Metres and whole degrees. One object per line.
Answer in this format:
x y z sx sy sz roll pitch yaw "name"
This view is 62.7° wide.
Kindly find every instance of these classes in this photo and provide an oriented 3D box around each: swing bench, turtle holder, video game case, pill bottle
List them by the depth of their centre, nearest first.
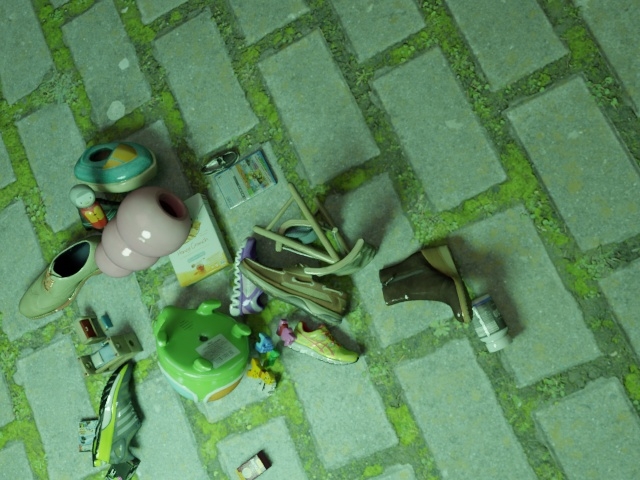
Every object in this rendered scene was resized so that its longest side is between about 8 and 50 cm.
0.433 0.213 1.355 0.078 0.078 0.137 -28 79 10 "pill bottle"
0.000 0.000 1.393 0.255 0.253 0.165 40 95 15 "swing bench"
-0.355 0.317 1.459 0.320 0.243 0.227 14 127 5 "turtle holder"
-0.228 -0.182 1.589 0.166 0.015 0.119 -28 78 10 "video game case"

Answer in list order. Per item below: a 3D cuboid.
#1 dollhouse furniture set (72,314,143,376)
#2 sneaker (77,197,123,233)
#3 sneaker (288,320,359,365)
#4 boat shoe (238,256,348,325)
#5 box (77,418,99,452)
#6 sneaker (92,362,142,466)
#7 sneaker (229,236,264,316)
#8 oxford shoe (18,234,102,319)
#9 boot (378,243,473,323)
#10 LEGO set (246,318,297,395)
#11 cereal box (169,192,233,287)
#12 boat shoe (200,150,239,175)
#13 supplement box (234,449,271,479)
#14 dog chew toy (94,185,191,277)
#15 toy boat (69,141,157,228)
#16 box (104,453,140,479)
-0.663 0.294 1.595 0.129 0.129 0.183 -33 78 9 "dollhouse furniture set"
-0.641 -0.074 1.655 0.267 0.101 0.106 5 104 17 "sneaker"
0.011 0.282 1.454 0.209 0.081 0.094 16 87 15 "sneaker"
-0.070 0.120 1.450 0.324 0.123 0.116 29 78 -11 "boat shoe"
-0.683 0.601 1.624 0.137 0.027 0.093 -8 82 13 "box"
-0.597 0.520 1.578 0.111 0.121 0.299 -20 59 54 "sneaker"
-0.195 0.108 1.521 0.105 0.095 0.236 6 91 8 "sneaker"
-0.818 0.108 1.641 0.397 0.146 0.140 -40 78 8 "oxford shoe"
0.270 0.137 1.367 0.207 0.090 0.248 -25 47 16 "boot"
-0.135 0.340 1.441 0.093 0.087 0.227 32 109 42 "LEGO set"
-0.386 0.000 1.593 0.173 0.047 0.240 -28 80 13 "cereal box"
-0.309 -0.237 1.602 0.125 0.038 0.046 -23 80 11 "boat shoe"
-0.191 0.646 1.489 0.083 0.043 0.055 -40 76 7 "supplement box"
-0.530 -0.008 1.521 0.332 0.207 0.206 -37 77 25 "dog chew toy"
-0.637 -0.192 1.566 0.268 0.148 0.318 -1 49 11 "toy boat"
-0.596 0.690 1.582 0.062 0.052 0.083 29 92 14 "box"
